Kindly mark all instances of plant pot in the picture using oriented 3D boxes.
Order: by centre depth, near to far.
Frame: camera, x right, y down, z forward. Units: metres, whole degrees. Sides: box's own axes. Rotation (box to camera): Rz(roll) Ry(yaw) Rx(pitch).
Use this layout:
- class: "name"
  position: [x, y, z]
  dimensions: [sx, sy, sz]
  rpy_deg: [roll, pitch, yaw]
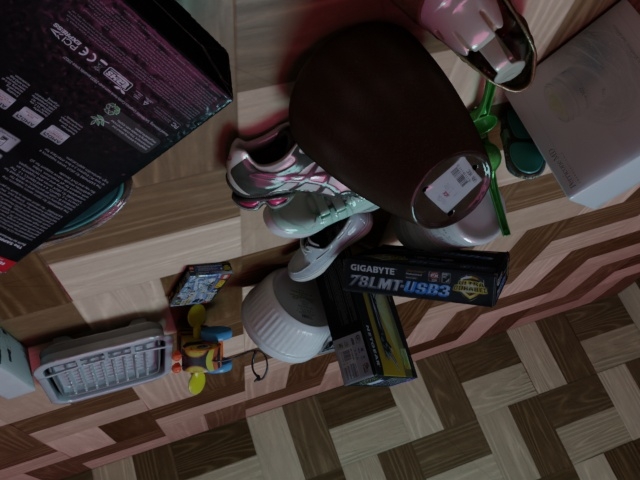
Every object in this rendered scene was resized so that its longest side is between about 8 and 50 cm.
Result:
- class: "plant pot"
  position: [0.102, -0.125, 0.766]
  dimensions: [0.215, 0.230, 0.215]
  rpy_deg: [-16, 134, -18]

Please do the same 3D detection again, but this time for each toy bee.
- class: "toy bee"
  position: [-0.265, 0.237, 1.357]
  dimensions: [0.162, 0.195, 0.298]
  rpy_deg: [-2, 166, -35]

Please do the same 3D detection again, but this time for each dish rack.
- class: "dish rack"
  position: [-0.489, 0.274, 1.407]
  dimensions: [0.286, 0.072, 0.333]
  rpy_deg: [-13, 155, -21]

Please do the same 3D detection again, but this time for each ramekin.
- class: "ramekin"
  position: [-0.060, 0.155, 1.356]
  dimensions: [0.207, 0.207, 0.109]
  rpy_deg: [2, 138, -42]

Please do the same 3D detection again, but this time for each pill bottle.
- class: "pill bottle"
  position: [0.241, -0.043, 1.201]
  dimensions: [0.131, 0.131, 0.229]
  rpy_deg: [-11, 177, -22]

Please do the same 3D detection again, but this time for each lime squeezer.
- class: "lime squeezer"
  position: [0.293, -0.156, 1.050]
  dimensions: [0.059, 0.110, 0.310]
  rpy_deg: [-26, 127, -12]

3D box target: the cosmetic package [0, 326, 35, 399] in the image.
- class: "cosmetic package"
  position: [-0.611, 0.220, 1.156]
  dimensions: [0.061, 0.098, 0.239]
  rpy_deg: [-15, 156, -11]

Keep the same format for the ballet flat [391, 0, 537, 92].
- class: "ballet flat"
  position: [0.187, -0.264, 0.750]
  dimensions: [0.116, 0.124, 0.342]
  rpy_deg: [-33, 153, 25]

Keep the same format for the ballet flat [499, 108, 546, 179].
- class: "ballet flat"
  position: [0.343, -0.150, 1.053]
  dimensions: [0.070, 0.188, 0.070]
  rpy_deg: [6, 136, 6]

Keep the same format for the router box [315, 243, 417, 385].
- class: "router box"
  position: [0.097, 0.166, 1.363]
  dimensions: [0.081, 0.308, 0.243]
  rpy_deg: [-24, 158, 22]

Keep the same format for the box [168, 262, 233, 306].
- class: "box"
  position: [-0.249, 0.092, 1.270]
  dimensions: [0.094, 0.027, 0.137]
  rpy_deg: [-2, 150, -34]

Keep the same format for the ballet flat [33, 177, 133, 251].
- class: "ballet flat"
  position: [-0.387, -0.033, 0.826]
  dimensions: [0.316, 0.107, 0.106]
  rpy_deg: [-18, 177, 5]

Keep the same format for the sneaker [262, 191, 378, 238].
- class: "sneaker"
  position: [0.030, -0.090, 1.027]
  dimensions: [0.256, 0.094, 0.151]
  rpy_deg: [-19, 164, -30]

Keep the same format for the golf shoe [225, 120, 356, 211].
- class: "golf shoe"
  position: [-0.007, -0.123, 0.924]
  dimensions: [0.273, 0.105, 0.120]
  rpy_deg: [-17, 149, -11]

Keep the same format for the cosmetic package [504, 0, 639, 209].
- class: "cosmetic package"
  position: [0.457, -0.206, 0.973]
  dimensions: [0.138, 0.224, 0.225]
  rpy_deg: [6, 144, -47]

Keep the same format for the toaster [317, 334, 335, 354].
- class: "toaster"
  position: [0.056, 0.234, 1.729]
  dimensions: [0.168, 0.110, 0.185]
  rpy_deg: [-10, 154, -22]

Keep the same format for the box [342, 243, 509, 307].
- class: "box"
  position: [0.229, 0.062, 1.275]
  dimensions: [0.296, 0.073, 0.293]
  rpy_deg: [5, -171, 21]

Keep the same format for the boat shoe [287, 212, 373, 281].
- class: "boat shoe"
  position: [0.001, 0.000, 1.237]
  dimensions: [0.227, 0.079, 0.081]
  rpy_deg: [-40, 142, 26]

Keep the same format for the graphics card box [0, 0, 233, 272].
- class: "graphics card box"
  position: [-0.298, -0.129, 0.602]
  dimensions: [0.371, 0.094, 0.233]
  rpy_deg: [-31, 136, 23]
